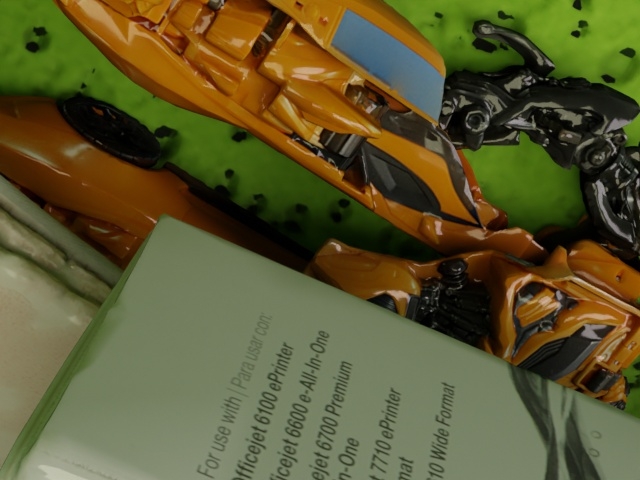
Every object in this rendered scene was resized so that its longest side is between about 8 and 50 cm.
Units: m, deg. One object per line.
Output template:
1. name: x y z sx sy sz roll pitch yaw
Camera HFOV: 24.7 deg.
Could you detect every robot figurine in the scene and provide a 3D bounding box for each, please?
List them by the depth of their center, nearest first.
1. robot figurine: 0.000 0.000 0.550 0.291 0.085 0.211 31 110 -13

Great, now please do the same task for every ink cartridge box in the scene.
1. ink cartridge box: 0.041 0.162 0.437 0.307 0.129 0.223 23 120 -3

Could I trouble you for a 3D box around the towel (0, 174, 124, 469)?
1. towel: -0.225 0.047 0.525 0.332 0.053 0.317 40 125 -23
